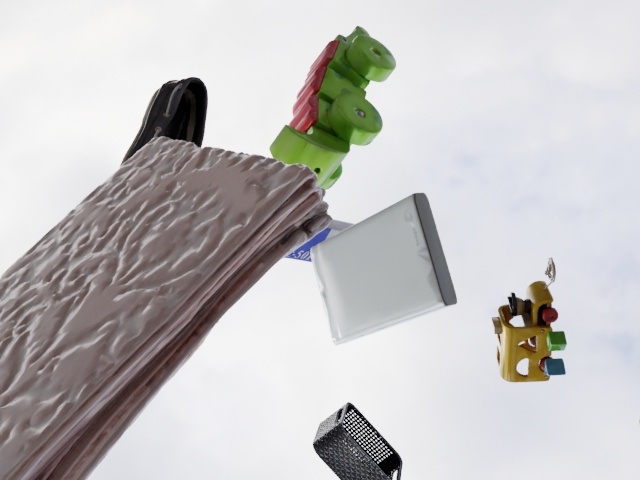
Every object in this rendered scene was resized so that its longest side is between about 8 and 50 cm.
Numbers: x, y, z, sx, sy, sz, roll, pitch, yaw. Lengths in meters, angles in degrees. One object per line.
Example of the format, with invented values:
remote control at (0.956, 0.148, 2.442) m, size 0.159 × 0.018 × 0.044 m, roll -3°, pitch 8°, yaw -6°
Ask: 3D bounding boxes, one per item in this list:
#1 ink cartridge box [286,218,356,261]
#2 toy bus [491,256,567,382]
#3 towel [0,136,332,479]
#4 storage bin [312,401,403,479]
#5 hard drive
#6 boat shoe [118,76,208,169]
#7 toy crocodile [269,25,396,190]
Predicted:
ink cartridge box at (0.000, 0.000, 1.719) m, size 0.097 × 0.207 × 0.046 m, roll -58°, pitch -137°, yaw 25°
toy bus at (0.359, 0.154, 1.402) m, size 0.104 × 0.191 × 0.202 m, roll -3°, pitch -112°, yaw 3°
towel at (-0.175, 0.046, 0.621) m, size 0.317 × 0.053 × 0.332 m, roll -46°, pitch -151°, yaw -14°
storage bin at (0.079, 0.441, 1.630) m, size 0.084 × 0.180 × 0.122 m, roll -41°, pitch -175°, yaw 17°
hard drive at (0.105, 0.061, 1.451) m, size 0.040 × 0.203 × 0.307 m, roll -5°, pitch 165°, yaw -39°
boat shoe at (-0.170, -0.094, 0.873) m, size 0.065 × 0.075 × 0.206 m, roll -18°, pitch -126°, yaw 44°
toy crocodile at (0.014, -0.174, 0.980) m, size 0.115 × 0.105 × 0.340 m, roll -46°, pitch -161°, yaw 40°
